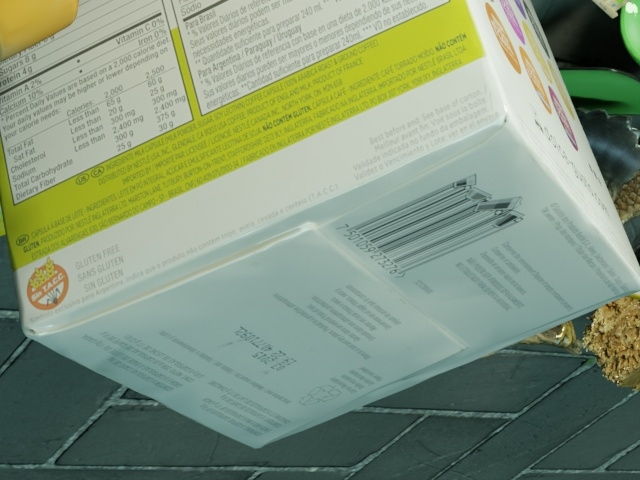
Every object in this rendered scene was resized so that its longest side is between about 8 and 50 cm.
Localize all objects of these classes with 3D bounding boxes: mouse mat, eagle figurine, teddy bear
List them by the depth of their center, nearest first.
[{"bbox_3d":[0.262,-0.138,1.511,0.152,0.007,0.190,6,174,45],"label":"mouse mat"},{"bbox_3d":[0.274,-0.015,1.680,0.225,0.226,0.298,23,111,4],"label":"eagle figurine"},{"bbox_3d":[0.461,0.039,1.948,0.245,0.113,0.338,1,139,-44],"label":"teddy bear"}]

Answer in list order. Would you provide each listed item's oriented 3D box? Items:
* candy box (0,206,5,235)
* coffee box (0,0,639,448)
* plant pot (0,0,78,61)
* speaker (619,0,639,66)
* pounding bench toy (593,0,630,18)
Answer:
[{"bbox_3d":[-0.321,-0.054,1.387,0.105,0.027,0.206,-20,152,-2],"label":"candy box"},{"bbox_3d":[-0.012,-0.092,1.178,0.338,0.334,0.337,-24,152,15],"label":"coffee box"},{"bbox_3d":[-0.162,-0.241,0.998,0.188,0.205,0.205,-28,154,-14],"label":"plant pot"},{"bbox_3d":[0.403,-0.175,1.496,0.296,0.131,0.131,13,138,-44],"label":"speaker"},{"bbox_3d":[0.247,-0.238,1.368,0.065,0.052,0.083,-32,149,23],"label":"pounding bench toy"}]
